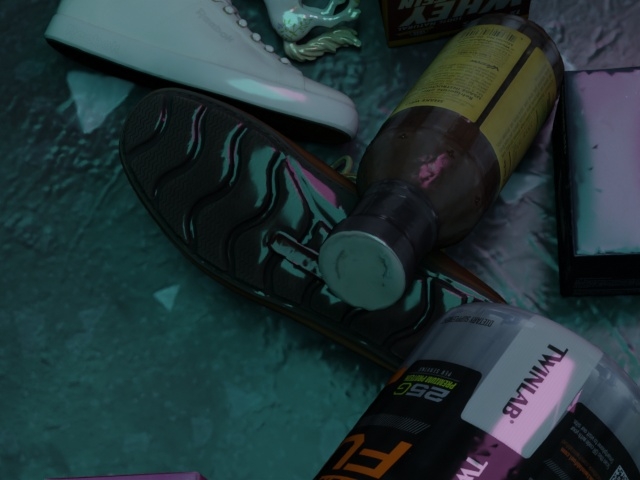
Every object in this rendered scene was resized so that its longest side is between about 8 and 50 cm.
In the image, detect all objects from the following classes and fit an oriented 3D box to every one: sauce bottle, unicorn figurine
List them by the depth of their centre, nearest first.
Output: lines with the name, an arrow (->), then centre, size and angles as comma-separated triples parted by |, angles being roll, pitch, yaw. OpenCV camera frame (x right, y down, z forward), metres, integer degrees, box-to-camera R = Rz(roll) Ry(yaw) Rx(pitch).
sauce bottle -> 0.094, -0.066, 1.390 | 0.111, 0.111, 0.344 | 29, 39, 9
unicorn figurine -> -0.034, -0.232, 1.553 | 0.111, 0.060, 0.162 | -23, 82, 9

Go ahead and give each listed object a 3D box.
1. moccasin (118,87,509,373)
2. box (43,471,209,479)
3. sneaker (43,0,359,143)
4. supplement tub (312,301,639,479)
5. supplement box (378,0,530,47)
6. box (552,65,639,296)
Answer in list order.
moccasin -> 0.001, -0.003, 1.469 | 0.380, 0.147, 0.139 | 27, 94, 5
box -> -0.130, 0.296, 1.343 | 0.117, 0.243, 0.214 | -3, 77, 2
sneaker -> -0.089, -0.177, 1.521 | 0.290, 0.106, 0.123 | 22, 81, 9
supplement tub -> 0.080, 0.225, 1.239 | 0.207, 0.207, 0.338 | 35, 63, 10
supplement box -> 0.099, -0.293, 1.494 | 0.129, 0.191, 0.194 | -11, 77, 1
box -> 0.242, -0.045, 1.445 | 0.093, 0.158, 0.156 | -2, 76, 3
